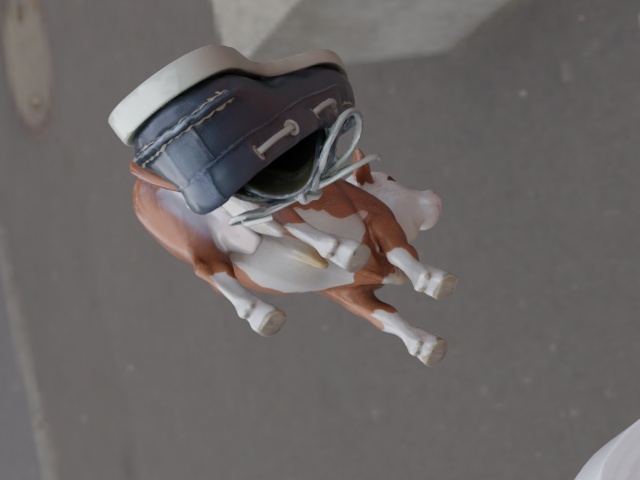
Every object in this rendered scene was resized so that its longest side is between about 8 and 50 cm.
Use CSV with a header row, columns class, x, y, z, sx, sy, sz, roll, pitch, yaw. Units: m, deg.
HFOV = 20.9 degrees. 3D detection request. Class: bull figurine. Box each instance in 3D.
class,x,y,z,sx,sy,sz,roll,pitch,yaw
bull figurine,0.000,0.000,1.268,0.188,0.310,0.101,40,112,39

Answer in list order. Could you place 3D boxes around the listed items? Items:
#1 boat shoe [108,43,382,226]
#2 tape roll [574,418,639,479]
class,x,y,z,sx,sy,sz,roll,pitch,yaw
boat shoe,-0.027,-0.055,0.935,0.079,0.095,0.254,57,-168,6
tape roll,0.386,0.305,1.727,0.100,0.286,0.286,121,134,-63
